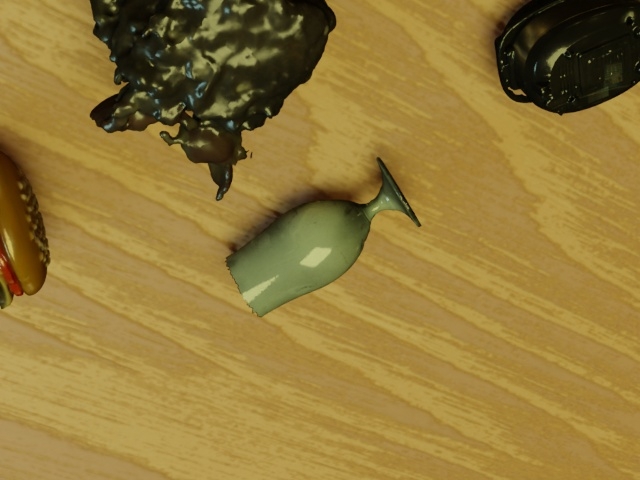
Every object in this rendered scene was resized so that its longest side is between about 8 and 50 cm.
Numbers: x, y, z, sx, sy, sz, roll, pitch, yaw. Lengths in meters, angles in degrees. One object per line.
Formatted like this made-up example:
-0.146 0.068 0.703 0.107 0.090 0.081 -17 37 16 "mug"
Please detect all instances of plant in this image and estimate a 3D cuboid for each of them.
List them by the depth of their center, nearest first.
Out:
-0.107 -0.181 1.029 0.204 0.178 0.234 23 125 -39 "plant"

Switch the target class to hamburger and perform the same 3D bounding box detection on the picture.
-0.326 -0.011 1.095 0.115 0.162 0.162 -17 125 -8 "hamburger"

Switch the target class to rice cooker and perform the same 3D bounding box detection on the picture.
0.261 -0.195 1.157 0.165 0.106 0.112 -26 129 -10 "rice cooker"

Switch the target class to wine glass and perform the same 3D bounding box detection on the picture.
0.000 0.000 1.221 0.202 0.093 0.093 -32 124 7 "wine glass"
